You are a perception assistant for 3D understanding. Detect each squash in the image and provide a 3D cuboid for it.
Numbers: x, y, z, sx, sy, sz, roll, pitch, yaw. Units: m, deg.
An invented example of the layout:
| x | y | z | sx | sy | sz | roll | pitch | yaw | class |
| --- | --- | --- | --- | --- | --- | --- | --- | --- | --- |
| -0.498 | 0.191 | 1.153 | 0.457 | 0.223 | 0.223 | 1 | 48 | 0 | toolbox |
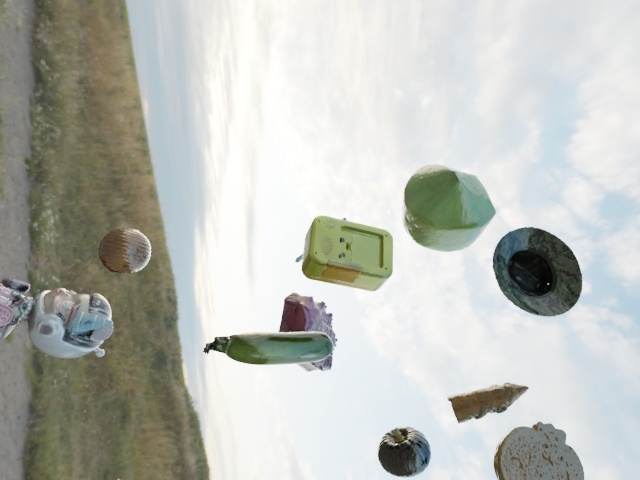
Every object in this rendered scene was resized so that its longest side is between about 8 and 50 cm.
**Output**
| x | y | z | sx | sy | sz | roll | pitch | yaw | class |
| --- | --- | --- | --- | --- | --- | --- | --- | --- | --- |
| -0.116 | 0.263 | 1.052 | 0.087 | 0.331 | 0.087 | -174 | -90 | -68 | squash |
| 0.300 | 0.759 | 1.546 | 0.193 | 0.193 | 0.156 | 46 | -25 | 56 | squash |

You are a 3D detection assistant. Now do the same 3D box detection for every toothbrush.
| x | y | z | sx | sy | sz | roll | pitch | yaw | class |
| --- | --- | --- | --- | --- | --- | --- | --- | --- | --- |
| 0.000 | 0.000 | 1.260 | 0.204 | 0.017 | 0.022 | -40 | -119 | 15 | toothbrush |

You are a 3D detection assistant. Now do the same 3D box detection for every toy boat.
| x | y | z | sx | sy | sz | roll | pitch | yaw | class |
| --- | --- | --- | --- | --- | --- | --- | --- | --- | --- |
| -0.690 | 0.242 | 1.282 | 0.034 | 0.122 | 0.096 | -50 | -153 | 38 | toy boat |

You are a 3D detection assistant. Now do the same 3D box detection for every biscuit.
| x | y | z | sx | sy | sz | roll | pitch | yaw | class |
| --- | --- | --- | --- | --- | --- | --- | --- | --- | --- |
| 0.427 | 0.440 | 0.846 | 0.050 | 0.170 | 0.170 | 99 | -26 | -63 | biscuit |

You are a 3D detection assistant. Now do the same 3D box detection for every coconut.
| x | y | z | sx | sy | sz | roll | pitch | yaw | class |
| --- | --- | --- | --- | --- | --- | --- | --- | --- | --- |
| 0.425 | -0.114 | 1.453 | 0.328 | 0.281 | 0.328 | 39 | -23 | 20 | coconut |

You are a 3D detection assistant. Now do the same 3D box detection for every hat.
| x | y | z | sx | sy | sz | roll | pitch | yaw | class |
| --- | --- | --- | --- | --- | --- | --- | --- | --- | --- |
| 0.608 | 0.099 | 1.252 | 0.128 | 0.265 | 0.266 | 84 | -9 | -76 | hat |

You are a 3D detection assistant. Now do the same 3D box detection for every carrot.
| x | y | z | sx | sy | sz | roll | pitch | yaw | class |
| --- | --- | --- | --- | --- | --- | --- | --- | --- | --- |
| 0.558 | 0.525 | 1.421 | 0.102 | 0.263 | 0.102 | 49 | 24 | -31 | carrot |

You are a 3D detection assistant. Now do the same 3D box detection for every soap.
| x | y | z | sx | sy | sz | roll | pitch | yaw | class |
| --- | --- | --- | --- | --- | --- | --- | --- | --- | --- |
| -0.041 | 0.329 | 1.513 | 0.325 | 0.127 | 0.220 | 60 | 34 | -55 | soap |

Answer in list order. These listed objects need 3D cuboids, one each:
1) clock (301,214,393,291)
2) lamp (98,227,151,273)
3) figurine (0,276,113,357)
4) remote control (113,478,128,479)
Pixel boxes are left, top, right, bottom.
| x | y | z | sx | sy | sz | roll | pitch | yaw | class |
| --- | --- | --- | --- | --- | --- | --- | --- | --- | --- |
| 0.064 | 0.032 | 1.011 | 0.096 | 0.202 | 0.143 | 121 | -20 | -58 | clock |
| -0.544 | 0.028 | 1.196 | 0.136 | 0.136 | 0.136 | 171 | -90 | -69 | lamp |
| -0.853 | 0.247 | 1.356 | 0.211 | 0.361 | 0.253 | -63 | -151 | 26 | figurine |
| -0.514 | 0.636 | 1.061 | 0.247 | 0.104 | 0.052 | -27 | -104 | 44 | remote control |
